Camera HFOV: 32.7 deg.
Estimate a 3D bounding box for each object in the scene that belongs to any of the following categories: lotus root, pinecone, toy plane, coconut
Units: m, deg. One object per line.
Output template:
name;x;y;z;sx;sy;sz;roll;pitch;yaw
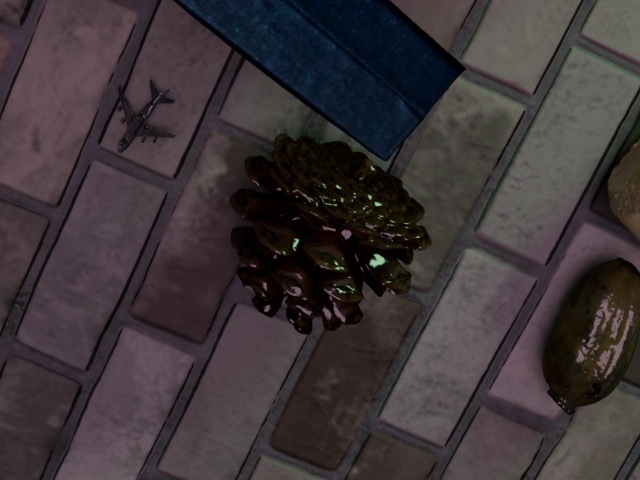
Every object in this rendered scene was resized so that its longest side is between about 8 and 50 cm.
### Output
lotus root;0.294;0.103;1.166;0.089;0.080;0.179;20;100;-6
pinecone;0.000;0.000;1.067;0.208;0.208;0.207;-1;106;-3
toy plane;-0.182;-0.121;1.103;0.078;0.024;0.084;41;100;6
coconut;0.381;-0.040;1.099;0.153;0.147;0.147;44;99;-9

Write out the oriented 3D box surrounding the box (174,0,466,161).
box;-0.055;-0.223;0.910;0.116;0.261;0.279;-48;130;9
